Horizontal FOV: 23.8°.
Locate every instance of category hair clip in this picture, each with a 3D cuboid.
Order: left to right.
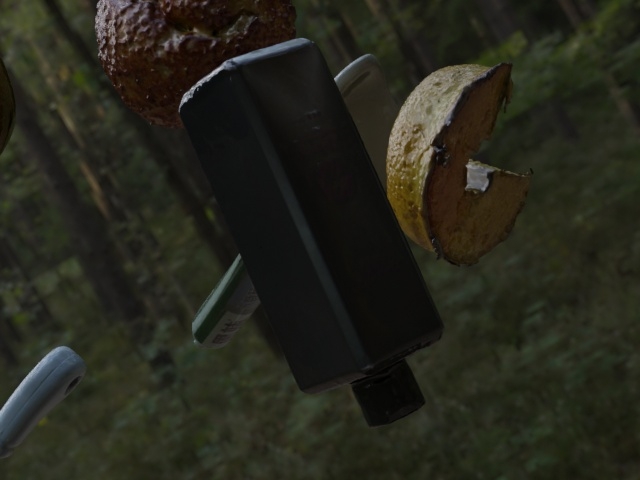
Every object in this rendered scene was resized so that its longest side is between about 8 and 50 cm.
[{"bbox_3d":[0.024,-0.063,1.561,0.113,0.282,0.172,14,35,38],"label":"hair clip"}]

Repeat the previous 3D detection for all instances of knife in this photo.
[{"bbox_3d":[-0.371,0.249,1.672,0.331,0.044,0.080,-51,-5,6],"label":"knife"}]

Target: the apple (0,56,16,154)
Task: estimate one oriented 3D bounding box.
[{"bbox_3d":[-0.298,-0.083,0.994,0.196,0.196,0.196,-30,4,3],"label":"apple"}]

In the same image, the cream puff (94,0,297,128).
[{"bbox_3d":[-0.141,-0.244,1.713,0.240,0.240,0.164,-30,-22,-4],"label":"cream puff"}]

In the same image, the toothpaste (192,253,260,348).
[{"bbox_3d":[-0.099,0.061,1.989,0.098,0.061,0.392,-15,-18,-28],"label":"toothpaste"}]

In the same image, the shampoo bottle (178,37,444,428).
[{"bbox_3d":[0.000,0.000,0.966,0.080,0.246,0.079,-23,-2,-37],"label":"shampoo bottle"}]

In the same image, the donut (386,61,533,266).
[{"bbox_3d":[0.112,-0.062,1.291,0.078,0.181,0.146,23,58,33],"label":"donut"}]
